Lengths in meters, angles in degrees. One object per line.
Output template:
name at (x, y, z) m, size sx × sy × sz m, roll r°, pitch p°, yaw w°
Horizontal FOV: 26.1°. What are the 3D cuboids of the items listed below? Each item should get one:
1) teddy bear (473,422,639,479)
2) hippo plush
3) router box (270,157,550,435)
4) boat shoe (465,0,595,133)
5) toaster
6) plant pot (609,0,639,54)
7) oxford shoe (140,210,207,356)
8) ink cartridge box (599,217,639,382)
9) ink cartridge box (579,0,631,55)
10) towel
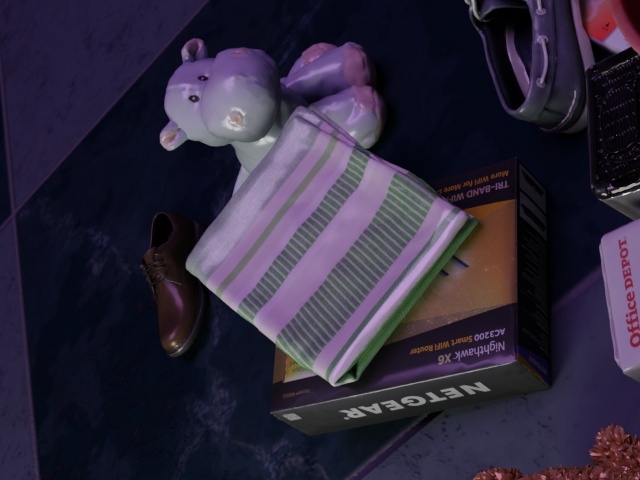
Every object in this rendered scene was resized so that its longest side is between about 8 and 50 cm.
teddy bear at (0.237, 0.247, 1.191) m, size 0.245 × 0.113 × 0.338 m, roll -29°, pitch 17°, yaw -30°
hippo plush at (-0.079, -0.190, 1.807) m, size 0.294 × 0.236 × 0.234 m, roll 0°, pitch 68°, yaw 51°
router box at (0.097, 0.066, 1.512) m, size 0.309 × 0.081 × 0.243 m, roll -16°, pitch 55°, yaw 31°
boat shoe at (0.218, -0.268, 1.539) m, size 0.116 × 0.099 × 0.319 m, roll -39°, pitch 58°, yaw 51°
toaster at (0.352, -0.109, 1.338) m, size 0.168 × 0.110 × 0.186 m, roll -26°, pitch 48°, yaw 40°
plant pot at (0.432, -0.205, 1.165) m, size 0.272 × 0.265 × 0.272 m, roll -26°, pitch 51°, yaw 37°
oxford shoe at (-0.215, 0.059, 1.931) m, size 0.083 × 0.096 × 0.227 m, roll -32°, pitch 47°, yaw 31°
ink cartridge box at (0.367, 0.032, 1.245) m, size 0.208 × 0.087 × 0.153 m, roll -28°, pitch 48°, yaw 36°
ink cartridge box at (0.362, -0.282, 1.499) m, size 0.179 × 0.045 × 0.145 m, roll -59°, pitch 36°, yaw 8°
towel at (0.000, 0.000, 1.546) m, size 0.248 × 0.038 × 0.325 m, roll -53°, pitch 44°, yaw -1°
